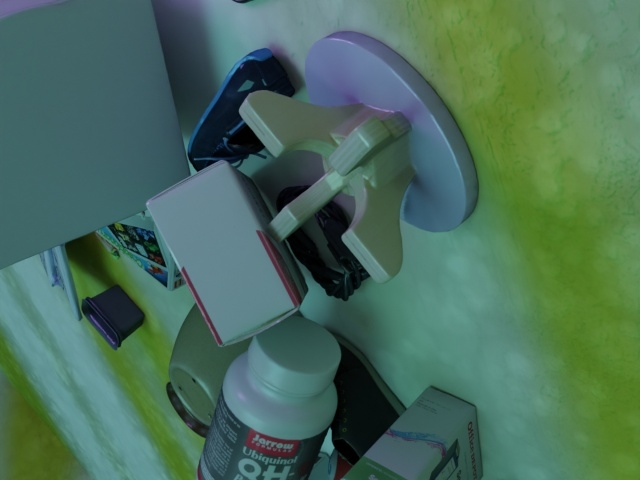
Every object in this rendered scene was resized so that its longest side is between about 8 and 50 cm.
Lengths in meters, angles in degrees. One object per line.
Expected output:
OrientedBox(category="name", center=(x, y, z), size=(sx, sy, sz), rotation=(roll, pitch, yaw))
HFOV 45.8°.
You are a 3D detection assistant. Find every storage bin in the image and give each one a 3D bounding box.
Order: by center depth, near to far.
OrientedBox(category="storage bin", center=(-0.485, 0.178, 1.791), size=(0.135, 0.091, 0.098), rotation=(46, 145, 13))

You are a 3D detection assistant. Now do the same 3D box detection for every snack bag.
OrientedBox(category="snack bag", center=(-0.651, -0.007, 1.795), size=(0.342, 0.037, 0.323), rotation=(49, 148, 38))

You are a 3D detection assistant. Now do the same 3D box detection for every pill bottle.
OrientedBox(category="pill bottle", center=(-0.076, 0.275, 1.162), size=(0.176, 0.176, 0.319), rotation=(35, 124, 25))

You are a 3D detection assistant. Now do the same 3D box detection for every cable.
OrientedBox(category="cable", center=(0.000, 0.000, 1.110), size=(0.184, 0.047, 0.150), rotation=(51, 154, 11))

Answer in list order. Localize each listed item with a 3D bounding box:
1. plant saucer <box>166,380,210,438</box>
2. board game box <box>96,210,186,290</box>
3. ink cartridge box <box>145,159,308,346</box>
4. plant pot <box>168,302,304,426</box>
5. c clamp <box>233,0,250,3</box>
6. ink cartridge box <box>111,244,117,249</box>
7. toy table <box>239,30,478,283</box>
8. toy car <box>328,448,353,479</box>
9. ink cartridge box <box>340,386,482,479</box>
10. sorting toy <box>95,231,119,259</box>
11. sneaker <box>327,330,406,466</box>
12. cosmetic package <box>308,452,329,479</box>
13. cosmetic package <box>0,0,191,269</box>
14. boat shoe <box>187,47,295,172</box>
OrientedBox(category="plant saucer", center=(-0.308, 0.402, 1.831), size=(0.168, 0.029, 0.169), rotation=(30, 138, 31))
OrientedBox(category="board game box", center=(-0.364, -0.061, 1.452), size=(0.305, 0.053, 0.193), rotation=(34, 133, 26))
OrientedBox(category="ink cartridge box", center=(-0.114, 0.016, 1.046), size=(0.207, 0.117, 0.283), rotation=(62, -179, 0))
OrientedBox(category="plant pot", center=(-0.156, 0.222, 1.351), size=(0.284, 0.191, 0.284), rotation=(31, 140, 30))
OrientedBox(category="c clamp", center=(-0.091, -0.362, 0.922), size=(0.160, 0.022, 0.137), rotation=(-6, 120, 50))
OrientedBox(category="ink cartridge box", center=(-0.424, -0.002, 1.616), size=(0.062, 0.029, 0.115), rotation=(8, 124, 46))
OrientedBox(category="toy table", center=(0.038, -0.094, 0.875), size=(0.274, 0.161, 0.252), rotation=(44, 145, 12))
OrientedBox(category="toy car", center=(0.057, 0.461, 1.263), size=(0.210, 0.238, 0.219), rotation=(42, 144, 16))
OrientedBox(category="ink cartridge box", center=(0.137, 0.339, 1.087), size=(0.093, 0.212, 0.154), rotation=(16, 130, 38))
OrientedBox(category="sorting toy", center=(-0.475, 0.004, 1.697), size=(0.083, 0.012, 0.062), rotation=(52, 145, 3))
OrientedBox(category="sneaker", center=(0.034, 0.249, 1.211), size=(0.222, 0.118, 0.083), rotation=(46, 145, 11))
OrientedBox(category="cosmetic package", center=(-0.042, 0.536, 1.521), size=(0.151, 0.151, 0.184), rotation=(-9, 112, 51))
OrientedBox(category="cosmetic package", center=(-0.441, -0.225, 1.117), size=(0.393, 0.329, 0.328), rotation=(38, 144, 45))
OrientedBox(category="boat shoe", center=(-0.116, -0.151, 1.057), size=(0.089, 0.109, 0.258), rotation=(47, 147, 5))
